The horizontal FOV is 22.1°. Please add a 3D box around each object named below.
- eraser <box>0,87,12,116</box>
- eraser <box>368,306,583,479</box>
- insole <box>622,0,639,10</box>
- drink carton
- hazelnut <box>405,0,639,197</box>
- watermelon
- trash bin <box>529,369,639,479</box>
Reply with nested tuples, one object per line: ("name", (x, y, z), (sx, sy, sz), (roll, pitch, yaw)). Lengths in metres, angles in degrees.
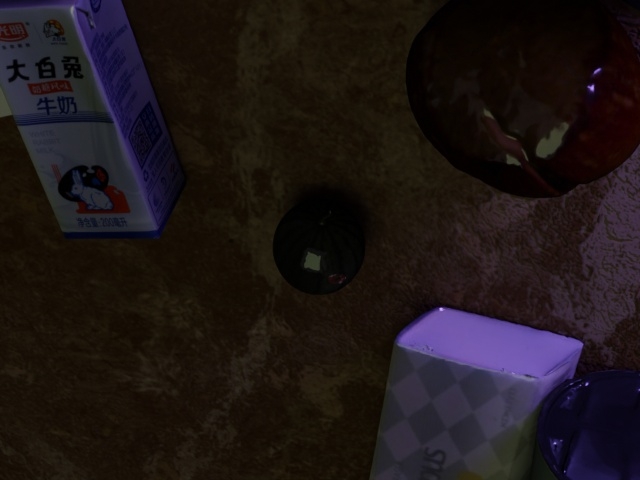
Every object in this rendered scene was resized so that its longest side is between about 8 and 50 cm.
("eraser", (-0.414, -0.268, 1.762), (0.078, 0.076, 0.298), (-9, 128, 27))
("eraser", (0.177, 0.255, 2.023), (0.213, 0.082, 0.396), (15, 135, 8))
("insole", (0.359, -0.225, 1.557), (0.188, 0.004, 0.064), (23, 136, -1))
("drink carton", (-0.259, -0.152, 1.794), (0.131, 0.106, 0.315), (-1, 129, 20))
("hazelnut", (0.203, -0.153, 1.569), (0.234, 0.218, 0.218), (30, 138, 19))
("watermelon", (0.000, 0.000, 1.831), (0.105, 0.105, 0.133), (18, 146, 4))
("trash bin", (0.350, 0.315, 1.919), (0.277, 0.217, 0.262), (3, 133, 4))
